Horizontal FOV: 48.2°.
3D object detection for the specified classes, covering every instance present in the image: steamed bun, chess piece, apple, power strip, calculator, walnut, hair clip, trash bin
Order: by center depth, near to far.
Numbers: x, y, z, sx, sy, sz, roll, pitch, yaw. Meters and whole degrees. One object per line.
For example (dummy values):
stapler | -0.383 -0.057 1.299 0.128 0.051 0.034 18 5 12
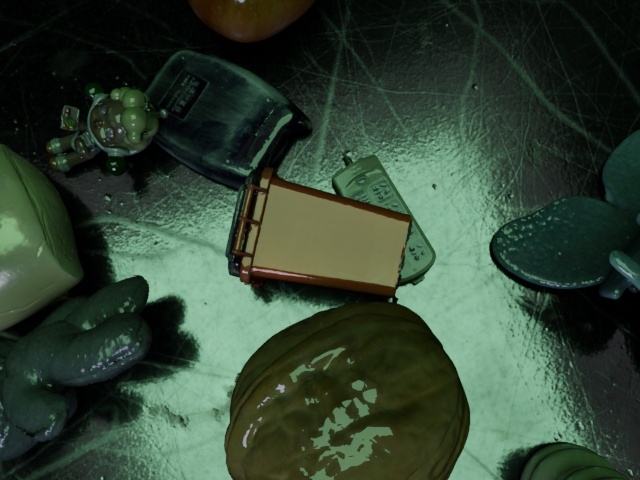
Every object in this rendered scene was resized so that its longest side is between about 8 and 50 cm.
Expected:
chess piece | 0.333 0.324 0.873 0.133 0.243 0.133 -1 79 3
walnut | 0.029 0.221 0.895 0.312 0.252 0.277 -24 71 -8
hair clip | 0.486 -0.001 0.938 0.392 0.238 0.318 41 81 9
trash bin | 0.000 0.000 0.967 0.238 0.184 0.161 12 86 7
steamed bun | -0.454 -0.012 0.986 0.200 0.155 0.250 -31 78 -6
power strip | 0.090 -0.037 1.060 0.079 0.029 0.227 -30 79 -4
apple | -0.096 -0.407 1.071 0.234 0.173 0.210 -29 75 -13
calculator | -0.159 -0.191 1.097 0.268 0.040 0.177 29 81 13

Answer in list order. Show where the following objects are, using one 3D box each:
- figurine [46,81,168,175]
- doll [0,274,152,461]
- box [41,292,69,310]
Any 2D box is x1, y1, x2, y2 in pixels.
figurine | -0.323 -0.160 1.053 0.197 0.093 0.147 -20 83 10
doll | -0.353 0.187 0.962 0.340 0.158 0.246 -27 39 3
box | -0.440 0.032 1.069 0.089 0.022 0.156 -23 79 -4
